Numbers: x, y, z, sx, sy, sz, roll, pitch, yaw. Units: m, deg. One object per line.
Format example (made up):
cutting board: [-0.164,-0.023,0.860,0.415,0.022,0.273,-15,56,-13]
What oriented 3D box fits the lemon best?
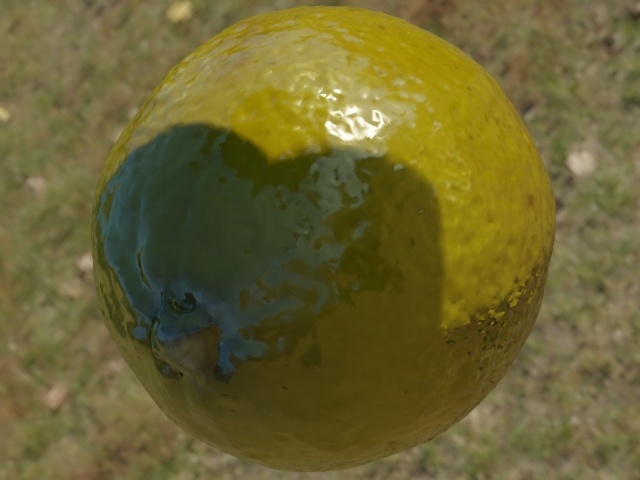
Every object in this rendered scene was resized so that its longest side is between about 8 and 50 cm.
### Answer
lemon: [0.001,-0.001,1.150,0.293,0.293,0.293,-36,30,25]
